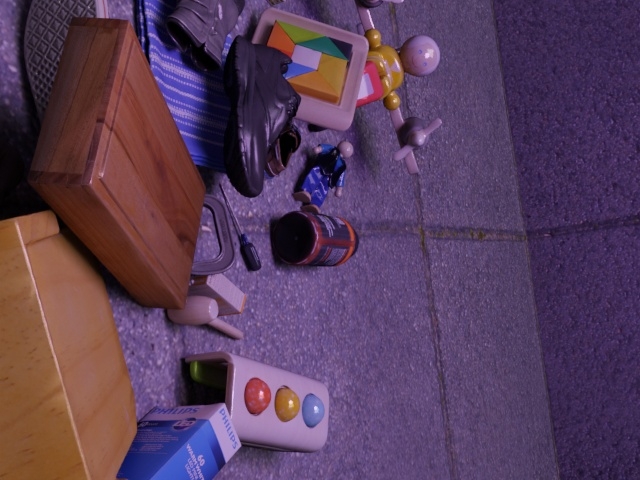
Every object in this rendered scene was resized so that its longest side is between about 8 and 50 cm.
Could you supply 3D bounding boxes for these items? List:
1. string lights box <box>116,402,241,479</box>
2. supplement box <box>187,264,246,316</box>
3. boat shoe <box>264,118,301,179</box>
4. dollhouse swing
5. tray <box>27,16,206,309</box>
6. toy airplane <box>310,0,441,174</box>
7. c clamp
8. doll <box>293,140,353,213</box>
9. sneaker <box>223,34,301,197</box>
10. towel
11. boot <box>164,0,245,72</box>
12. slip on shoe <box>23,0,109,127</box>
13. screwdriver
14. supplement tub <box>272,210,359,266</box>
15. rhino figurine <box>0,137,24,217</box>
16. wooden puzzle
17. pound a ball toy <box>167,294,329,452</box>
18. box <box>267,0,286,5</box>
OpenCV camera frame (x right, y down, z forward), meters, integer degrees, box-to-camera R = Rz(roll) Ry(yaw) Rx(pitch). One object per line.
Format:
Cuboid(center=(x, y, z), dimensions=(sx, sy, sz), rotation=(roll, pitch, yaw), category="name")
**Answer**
Cuboid(center=(-0.231, 0.314, 1.004), dimensions=(0.259, 0.133, 0.077), rotation=(-41, 116, -55), category="string lights box")
Cuboid(center=(-0.173, 0.082, 1.238), dimensions=(0.098, 0.062, 0.036), rotation=(48, 43, -43), category="supplement box")
Cuboid(center=(-0.070, -0.194, 1.484), dimensions=(0.066, 0.066, 0.183), rotation=(46, 45, -44), category="boat shoe")
Cuboid(center=(-0.378, 0.160, 0.875), dimensions=(0.315, 0.305, 0.347), rotation=(-16, 98, -18), category="dollhouse swing")
Cuboid(center=(-0.233, -0.070, 0.987), dimensions=(0.411, 0.076, 0.203), rotation=(82, 13, -67), category="tray")
Cuboid(center=(0.142, -0.380, 1.692), dimensions=(0.386, 0.272, 0.385), rotation=(34, 53, -51), category="toy airplane")
Cuboid(center=(-0.201, -0.001, 1.197), dimensions=(0.022, 0.137, 0.161), rotation=(114, -30, -62), category="c clamp")
Cuboid(center=(0.014, -0.136, 1.600), dimensions=(0.189, 0.046, 0.129), rotation=(-58, 132, -31), category="doll")
Cuboid(center=(-0.095, -0.209, 1.298), dimensions=(0.130, 0.109, 0.287), rotation=(5, 75, -20), category="sneaker")
Cuboid(center=(-0.213, -0.286, 1.299), dimensions=(0.243, 0.040, 0.336), rotation=(9, 74, -59), category="towel")
Cuboid(center=(-0.213, -0.400, 1.235), dimensions=(0.246, 0.083, 0.161), rotation=(48, 46, -42), category="boot")
Cuboid(center=(-0.317, -0.207, 1.038), dimensions=(0.101, 0.123, 0.332), rotation=(-14, 97, -74), category="slip on shoe")
Cuboid(center=(-0.141, -0.025, 1.364), dimensions=(0.025, 0.024, 0.170), rotation=(-24, 102, -29), category="screwdriver")
Cuboid(center=(0.000, 0.000, 1.511), dimensions=(0.198, 0.106, 0.106), rotation=(6, 77, -58), category="supplement tub")
Cuboid(center=(-0.431, -0.112, 0.850), dimensions=(0.243, 0.073, 0.106), rotation=(44, 50, -43), category="rhino figurine")
Cuboid(center=(-0.028, -0.327, 1.433), dimensions=(0.044, 0.220, 0.239), rotation=(113, -8, -56), category="wooden puzzle")
Cuboid(center=(-0.104, 0.222, 1.243), dimensions=(0.319, 0.135, 0.208), rotation=(32, 55, -53), category="pound a ball toy")
Cuboid(center=(-0.101, -0.597, 1.576), dimensions=(0.114, 0.036, 0.207), rotation=(40, 49, -48), category="box")
